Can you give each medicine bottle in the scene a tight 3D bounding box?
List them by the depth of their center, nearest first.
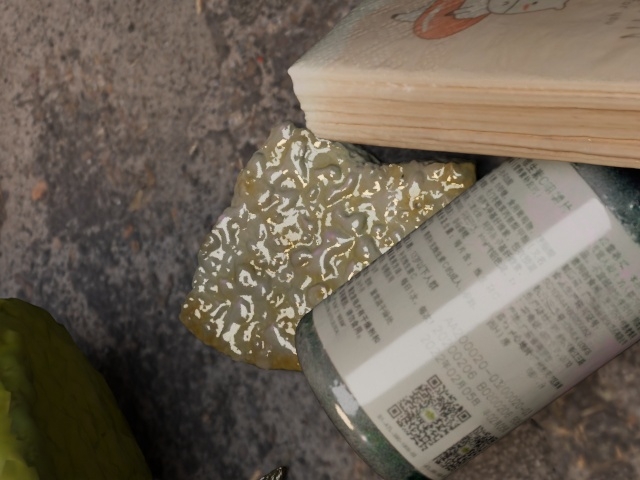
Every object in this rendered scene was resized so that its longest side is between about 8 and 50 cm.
[{"bbox_3d":[0.134,0.024,0.662,0.293,0.141,0.141,-38,70,10],"label":"medicine bottle"}]

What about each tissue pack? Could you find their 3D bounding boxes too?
[{"bbox_3d":[0.150,-0.117,0.625,0.325,0.071,0.170,10,43,44],"label":"tissue pack"}]

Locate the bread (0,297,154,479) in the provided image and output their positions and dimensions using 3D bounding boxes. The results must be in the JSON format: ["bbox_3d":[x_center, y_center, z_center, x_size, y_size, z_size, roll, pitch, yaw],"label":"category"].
[{"bbox_3d":[-0.275,0.219,0.734,0.307,0.348,0.348,-31,71,3],"label":"bread"}]

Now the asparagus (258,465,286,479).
[{"bbox_3d":[-0.084,0.274,0.809,0.023,0.022,0.233,26,96,-10],"label":"asparagus"}]

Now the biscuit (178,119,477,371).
[{"bbox_3d":[0.000,0.000,0.792,0.265,0.040,0.188,-22,75,20],"label":"biscuit"}]
